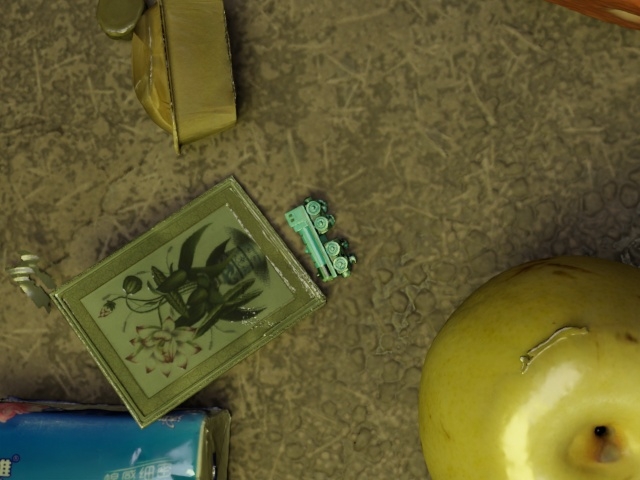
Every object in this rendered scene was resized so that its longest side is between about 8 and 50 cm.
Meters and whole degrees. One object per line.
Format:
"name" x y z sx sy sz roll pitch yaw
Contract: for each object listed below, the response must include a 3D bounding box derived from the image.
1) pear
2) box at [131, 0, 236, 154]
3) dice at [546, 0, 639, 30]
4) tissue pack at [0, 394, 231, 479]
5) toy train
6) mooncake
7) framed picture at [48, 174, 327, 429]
"pear" 0.234 0.159 1.117 0.309 0.309 0.309 0 91 13
"box" -0.142 -0.178 1.293 0.111 0.111 0.177 -6 89 13
"dice" 0.281 -0.291 1.159 0.179 0.175 0.174 25 96 8
"tissue pack" -0.237 0.266 1.292 0.270 0.137 0.209 2 80 13
"toy train" 0.000 0.000 1.299 0.045 0.029 0.092 -27 86 19
"mooncake" -0.259 -0.097 1.342 0.150 0.057 0.347 40 102 22
"framed picture" -0.133 0.059 1.282 0.231 0.010 0.173 -35 78 -16
